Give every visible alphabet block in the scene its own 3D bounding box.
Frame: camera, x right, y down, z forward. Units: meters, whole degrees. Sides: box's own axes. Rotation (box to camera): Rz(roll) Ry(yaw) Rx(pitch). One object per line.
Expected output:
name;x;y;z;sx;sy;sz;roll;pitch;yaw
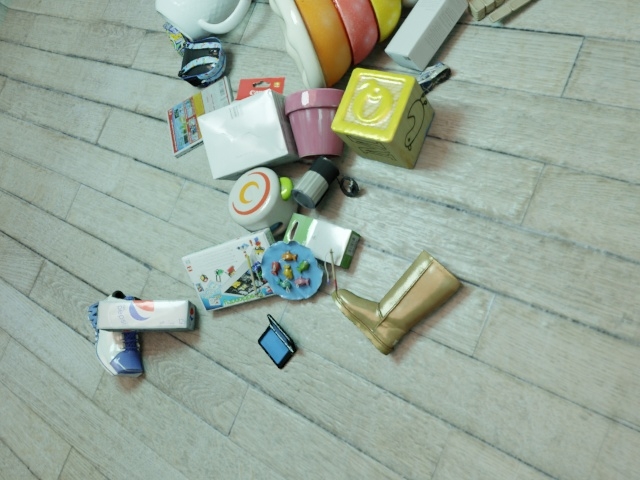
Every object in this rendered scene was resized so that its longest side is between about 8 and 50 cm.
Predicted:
alphabet block;0.176;-0.334;1.437;0.193;0.197;0.193;18;86;30

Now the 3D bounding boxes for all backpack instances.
backpack;-0.409;-0.643;1.875;0.173;0.117;0.158;-2;75;28

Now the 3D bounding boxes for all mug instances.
mug;-0.391;-0.873;1.837;0.374;0.276;0.328;40;96;26

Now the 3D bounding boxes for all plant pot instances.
plant pot;-0.002;-0.336;1.548;0.201;0.201;0.180;-2;91;27

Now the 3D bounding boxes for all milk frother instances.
milk frother;0.016;-0.147;1.502;0.143;0.129;0.135;21;67;37

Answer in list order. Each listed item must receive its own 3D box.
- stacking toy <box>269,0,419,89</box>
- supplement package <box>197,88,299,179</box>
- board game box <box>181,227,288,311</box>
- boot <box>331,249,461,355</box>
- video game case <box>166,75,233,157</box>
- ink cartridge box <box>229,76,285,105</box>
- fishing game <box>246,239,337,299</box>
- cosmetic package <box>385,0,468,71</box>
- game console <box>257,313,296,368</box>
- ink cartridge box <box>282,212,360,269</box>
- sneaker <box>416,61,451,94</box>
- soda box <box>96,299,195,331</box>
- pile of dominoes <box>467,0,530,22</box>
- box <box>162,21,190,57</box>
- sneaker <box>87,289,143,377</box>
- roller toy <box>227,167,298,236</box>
stacking toy;0.120;-0.673;1.544;0.479;0.351;0.351;-23;66;2
supplement package;-0.215;-0.321;1.622;0.261;0.145;0.204;-15;89;19
board game box;-0.255;0.094;1.577;0.305;0.053;0.193;-16;103;23
boot;0.194;0.131;1.371;0.236;0.089;0.269;44;99;19
video game case;-0.434;-0.447;1.889;0.285;0.025;0.204;-23;67;21
ink cartridge box;-0.223;-0.457;1.752;0.180;0.056;0.225;4;80;20
fishing game;-0.084;0.088;1.470;0.264;0.041;0.189;-1;111;16
cosmetic package;0.303;-0.610;1.494;0.231;0.085;0.117;-55;38;6
game console;-0.133;0.292;1.505;0.071;0.107;0.122;-37;59;-18
ink cartridge box;0.000;0.000;1.516;0.209;0.062;0.109;18;86;30
sneaker;0.304;-0.464;1.496;0.135;0.052;0.058;-29;55;10
soda box;-0.551;0.242;1.658;0.286;0.098;0.091;-1;73;2
pile of dominoes;0.533;-0.721;1.461;0.251;0.040;0.196;-29;64;9
box;-0.549;-0.784;2.020;0.054;0.059;0.169;-37;63;16
sneaker;-0.665;0.288;1.752;0.182;0.127;0.316;-42;60;14
roller toy;-0.173;-0.112;1.590;0.209;0.146;0.191;25;83;39
